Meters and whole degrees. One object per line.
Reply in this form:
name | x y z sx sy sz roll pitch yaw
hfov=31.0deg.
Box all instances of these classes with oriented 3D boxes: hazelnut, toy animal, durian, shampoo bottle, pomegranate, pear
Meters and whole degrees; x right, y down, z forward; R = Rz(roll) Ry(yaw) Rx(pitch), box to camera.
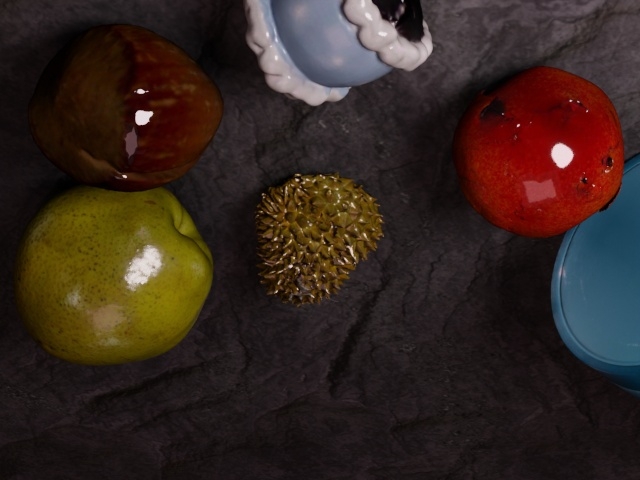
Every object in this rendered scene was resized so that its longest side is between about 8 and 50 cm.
hazelnut | -0.240 -0.173 1.441 0.234 0.218 0.218 13 150 29
toy animal | 0.011 -0.243 1.293 0.204 0.156 0.208 -20 132 30
durian | -0.008 0.007 1.685 0.183 0.138 0.249 14 140 8
shampoo bottle | 0.533 0.089 1.491 0.343 0.331 0.331 32 140 -30
pomegranate | 0.262 -0.107 1.400 0.210 0.210 0.235 15 -175 -7
pear | -0.308 0.053 1.698 0.294 0.294 0.294 6 146 4
